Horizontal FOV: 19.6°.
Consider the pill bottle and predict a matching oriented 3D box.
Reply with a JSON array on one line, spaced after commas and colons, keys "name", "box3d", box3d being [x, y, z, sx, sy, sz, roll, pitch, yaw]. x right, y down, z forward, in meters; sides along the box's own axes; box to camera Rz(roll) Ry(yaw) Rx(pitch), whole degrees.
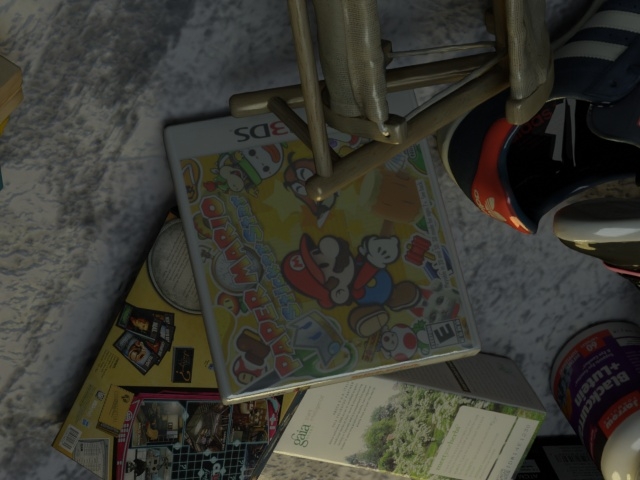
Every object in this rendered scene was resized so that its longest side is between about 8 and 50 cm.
[{"name": "pill bottle", "box3d": [0.285, 0.165, 1.635, 0.108, 0.193, 0.108, -8, 122, -13]}]

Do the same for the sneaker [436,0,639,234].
[{"name": "sneaker", "box3d": [0.260, -0.131, 1.471, 0.350, 0.148, 0.131, -42, 123, 10]}]

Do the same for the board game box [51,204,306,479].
[{"name": "board game box", "box3d": [-0.099, 0.112, 1.521, 0.165, 0.042, 0.243, 32, 112, 8]}]

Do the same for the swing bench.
[{"name": "swing bench", "box3d": [0.059, -0.204, 1.334, 0.255, 0.165, 0.253, -20, 125, -16]}]

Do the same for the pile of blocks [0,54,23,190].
[{"name": "pile of blocks", "box3d": [-0.342, 0.001, 1.408, 0.113, 0.149, 0.362, 33, 101, 14]}]

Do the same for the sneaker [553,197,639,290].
[{"name": "sneaker", "box3d": [0.303, 0.044, 1.570, 0.296, 0.104, 0.146, 4, 100, -40]}]

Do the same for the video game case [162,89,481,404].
[{"name": "video game case", "box3d": [0.000, 0.000, 1.449, 0.206, 0.227, 0.026, -11, 164, -11]}]

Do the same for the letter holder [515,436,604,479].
[{"name": "letter holder", "box3d": [0.268, 0.312, 1.750, 0.302, 0.152, 0.214, 0, 123, -17]}]

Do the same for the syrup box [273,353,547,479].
[{"name": "syrup box", "box3d": [0.065, 0.142, 1.610, 0.237, 0.096, 0.093, 14, 113, -22]}]
